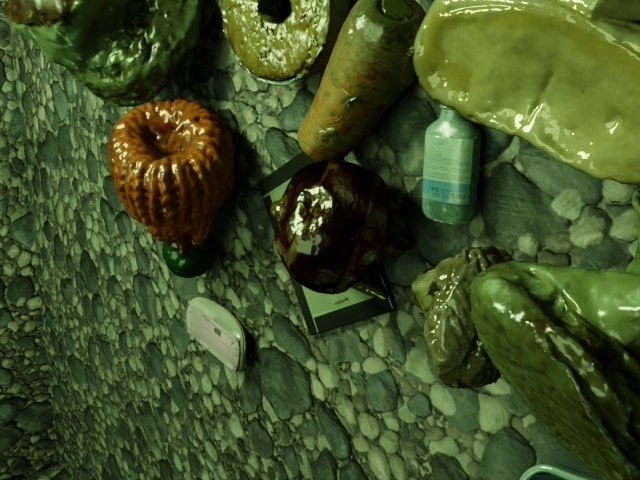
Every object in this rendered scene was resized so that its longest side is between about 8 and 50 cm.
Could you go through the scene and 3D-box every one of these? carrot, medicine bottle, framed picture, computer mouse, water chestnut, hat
[{"bbox_3d":[0.029,0.056,1.162,0.254,0.049,0.049,28,121,39],"label":"carrot"},{"bbox_3d":[0.194,-0.132,0.930,0.090,0.054,0.208,18,112,47],"label":"medicine bottle"},{"bbox_3d":[0.000,0.000,1.222,0.265,0.016,0.347,-28,79,49],"label":"framed picture"},{"bbox_3d":[-0.250,0.228,1.545,0.245,0.056,0.125,27,120,42],"label":"computer mouse"},{"bbox_3d":[0.062,-0.251,0.990,0.138,0.139,0.302,62,143,16],"label":"carrot"},{"bbox_3d":[0.036,-0.014,1.031,0.224,0.238,0.223,-158,90,-77],"label":"water chestnut"},{"bbox_3d":[-0.291,-0.105,1.413,0.285,0.285,0.400,41,159,34],"label":"hat"}]

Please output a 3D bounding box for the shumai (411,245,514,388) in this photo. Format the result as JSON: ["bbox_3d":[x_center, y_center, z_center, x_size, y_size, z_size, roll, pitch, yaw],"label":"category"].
[{"bbox_3d":[0.199,0.105,0.925,0.176,0.166,0.205,10,84,57],"label":"shumai"}]

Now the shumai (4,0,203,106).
[{"bbox_3d":[-0.471,-0.479,1.322,0.397,0.323,0.324,11,86,40],"label":"shumai"}]

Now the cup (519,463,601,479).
[{"bbox_3d":[0.357,0.504,0.824,0.311,0.331,0.256,4,137,47],"label":"cup"}]

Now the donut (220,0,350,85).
[{"bbox_3d":[-0.053,-0.406,1.102,0.272,0.107,0.272,19,119,40],"label":"donut"}]

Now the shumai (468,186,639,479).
[{"bbox_3d":[0.372,0.111,0.719,0.330,0.288,0.292,54,175,-17],"label":"shumai"}]

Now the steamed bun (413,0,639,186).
[{"bbox_3d":[0.306,-0.231,0.706,0.428,0.189,0.247,32,146,40],"label":"steamed bun"}]
